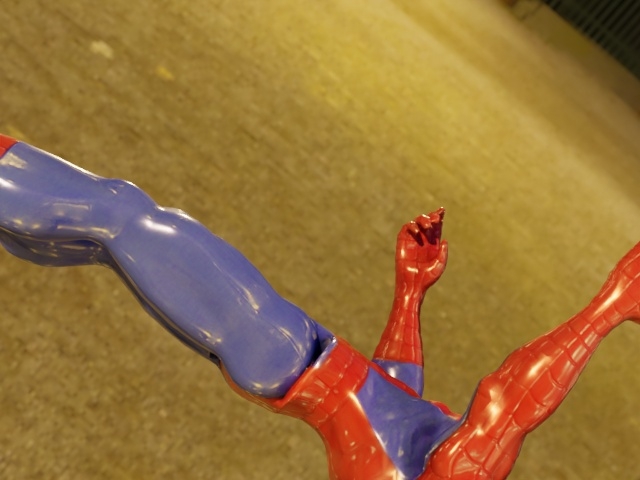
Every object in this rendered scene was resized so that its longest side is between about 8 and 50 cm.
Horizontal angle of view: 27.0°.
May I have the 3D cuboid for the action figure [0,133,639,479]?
[{"bbox_3d":[0.000,0.000,0.414,0.280,0.139,0.091,42,-11,2],"label":"action figure"}]
